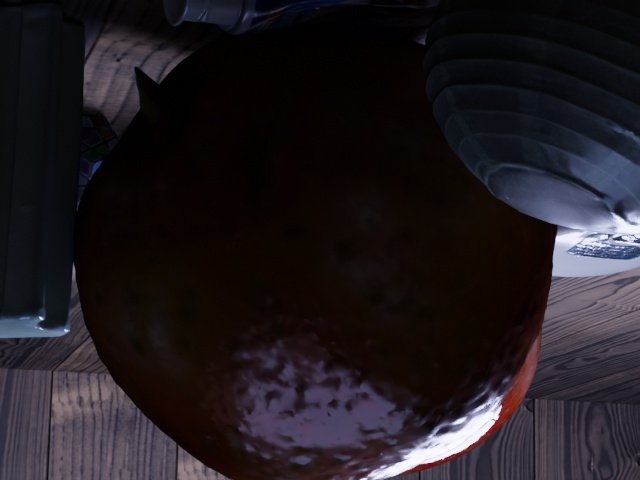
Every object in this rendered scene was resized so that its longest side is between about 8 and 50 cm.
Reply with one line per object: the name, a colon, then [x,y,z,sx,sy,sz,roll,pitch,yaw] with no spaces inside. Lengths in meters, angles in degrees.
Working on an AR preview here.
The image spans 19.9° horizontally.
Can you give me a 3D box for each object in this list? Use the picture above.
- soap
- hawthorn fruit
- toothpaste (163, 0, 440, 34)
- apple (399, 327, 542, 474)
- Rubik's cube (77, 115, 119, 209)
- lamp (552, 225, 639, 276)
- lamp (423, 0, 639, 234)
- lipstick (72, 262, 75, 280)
soap: [-0.283,-0.055,1.500,0.159,0.266,0.087,-2,166,13]
hawthorn fruit: [-0.016,-0.012,1.504,0.402,0.403,0.403,1,167,0]
toothpaste: [0.013,-0.186,1.406,0.266,0.061,0.096,0,169,-24]
apple: [0.058,0.087,1.954,0.277,0.348,0.348,-41,-173,-26]
Rubik's cube: [-0.240,-0.074,1.813,0.111,0.093,0.111,3,166,1]
lamp: [0.296,-0.032,1.926,0.179,0.108,0.246,2,166,-26]
lamp: [0.208,-0.119,1.286,0.265,0.233,0.233,19,176,25]
lipstick: [-0.273,0.018,2.275,0.254,0.070,0.070,5,167,-17]
